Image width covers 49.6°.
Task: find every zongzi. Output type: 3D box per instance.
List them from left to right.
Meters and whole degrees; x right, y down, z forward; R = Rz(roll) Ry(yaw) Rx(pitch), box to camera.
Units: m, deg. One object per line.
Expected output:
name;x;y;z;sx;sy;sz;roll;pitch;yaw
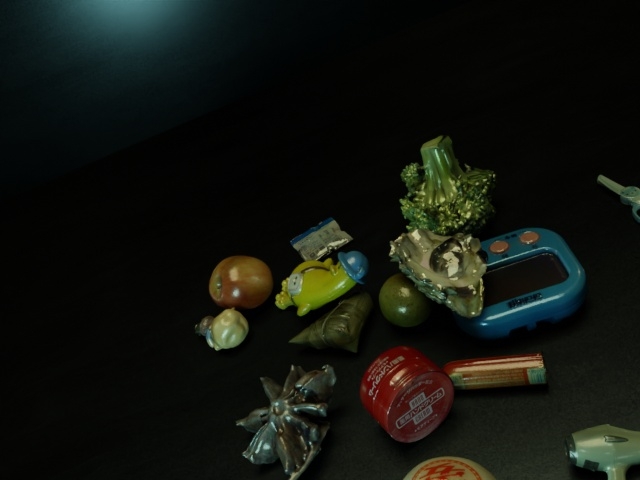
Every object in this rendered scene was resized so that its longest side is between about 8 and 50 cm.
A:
zongzi;0.035;0.219;1.929;0.204;0.094;0.205;-9;32;31

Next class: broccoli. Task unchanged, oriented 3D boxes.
broccoli;0.377;-0.142;2.063;0.277;0.318;0.338;-17;-8;27

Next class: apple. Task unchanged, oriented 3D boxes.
apple;-0.239;0.130;2.126;0.199;0.199;0.199;-15;36;11

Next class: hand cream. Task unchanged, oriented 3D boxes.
hand cream;0.196;0.347;1.577;0.193;0.193;0.125;-34;34;-15

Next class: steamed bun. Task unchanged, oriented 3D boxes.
steamed bun;0.249;0.522;1.354;0.231;0.145;0.232;-16;36;12

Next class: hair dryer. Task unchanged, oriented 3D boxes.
hair dryer;0.621;0.459;1.312;0.229;0.092;0.267;-18;49;-3

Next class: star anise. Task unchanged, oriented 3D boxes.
star anise;-0.080;0.450;1.672;0.359;0.139;0.316;-44;30;-3

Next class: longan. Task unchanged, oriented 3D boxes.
longan;0.235;0.148;1.844;0.154;0.145;0.176;41;101;35

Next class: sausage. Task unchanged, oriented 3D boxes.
sausage;0.392;0.307;1.616;0.263;0.083;0.083;-9;37;21

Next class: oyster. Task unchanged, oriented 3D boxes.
oyster;0.305;0.065;1.760;0.237;0.115;0.351;-15;41;-17

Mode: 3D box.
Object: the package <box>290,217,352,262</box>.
package;0.000;0.000;2.286;0.171;0.027;0.173;-32;35;-7

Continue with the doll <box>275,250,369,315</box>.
doll;0.004;0.129;1.980;0.363;0.145;0.199;-21;39;49

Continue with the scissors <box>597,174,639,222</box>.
scissors;0.876;-0.125;1.949;0.125;0.030;0.256;-28;37;-10

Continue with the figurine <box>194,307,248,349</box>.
figurine;-0.301;0.266;2.062;0.196;0.108;0.114;-12;22;46

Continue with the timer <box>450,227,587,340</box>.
timer;0.490;0.111;1.785;0.340;0.115;0.309;-19;34;6
